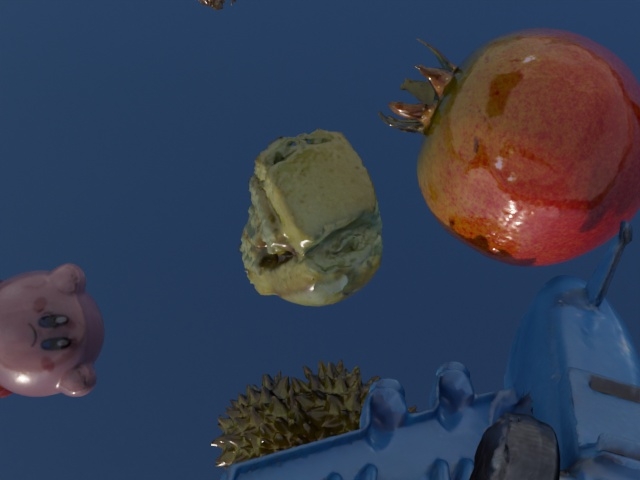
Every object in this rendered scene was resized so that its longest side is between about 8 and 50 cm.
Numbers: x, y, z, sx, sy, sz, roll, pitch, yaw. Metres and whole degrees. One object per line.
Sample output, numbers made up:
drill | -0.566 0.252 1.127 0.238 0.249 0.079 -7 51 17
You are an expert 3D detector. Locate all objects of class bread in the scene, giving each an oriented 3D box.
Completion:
bread | 0.001 0.005 0.793 0.103 0.156 0.110 -19 -130 -18

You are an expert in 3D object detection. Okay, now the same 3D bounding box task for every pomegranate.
pomegranate | 0.178 -0.091 0.942 0.256 0.221 0.221 26 -113 9

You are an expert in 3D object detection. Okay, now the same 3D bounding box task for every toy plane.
toy plane | 0.095 0.090 0.362 0.254 0.105 0.271 16 -140 -1

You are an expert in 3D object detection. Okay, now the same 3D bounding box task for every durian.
durian | 0.028 0.249 1.028 0.292 0.258 0.258 2 -121 33

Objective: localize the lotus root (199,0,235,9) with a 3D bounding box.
lotus root | -0.098 -0.190 0.583 0.062 0.150 0.073 -31 -153 27

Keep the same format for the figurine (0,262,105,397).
figurine | -0.365 0.122 1.333 0.173 0.173 0.173 -2 -118 4
